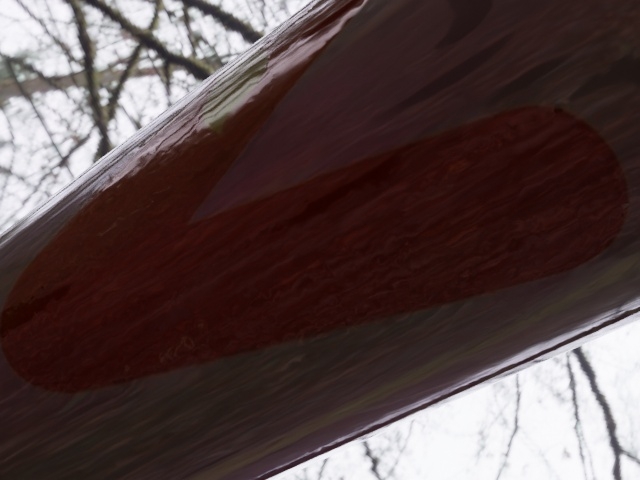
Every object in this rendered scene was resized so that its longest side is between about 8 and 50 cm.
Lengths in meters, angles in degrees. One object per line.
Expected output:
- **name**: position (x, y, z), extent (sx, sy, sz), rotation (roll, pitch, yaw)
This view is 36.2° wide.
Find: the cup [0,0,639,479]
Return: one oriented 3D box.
- **cup**: position (0.000, 0.000, 0.389), extent (0.288, 0.203, 0.203), rotation (-31, -81, 6)
